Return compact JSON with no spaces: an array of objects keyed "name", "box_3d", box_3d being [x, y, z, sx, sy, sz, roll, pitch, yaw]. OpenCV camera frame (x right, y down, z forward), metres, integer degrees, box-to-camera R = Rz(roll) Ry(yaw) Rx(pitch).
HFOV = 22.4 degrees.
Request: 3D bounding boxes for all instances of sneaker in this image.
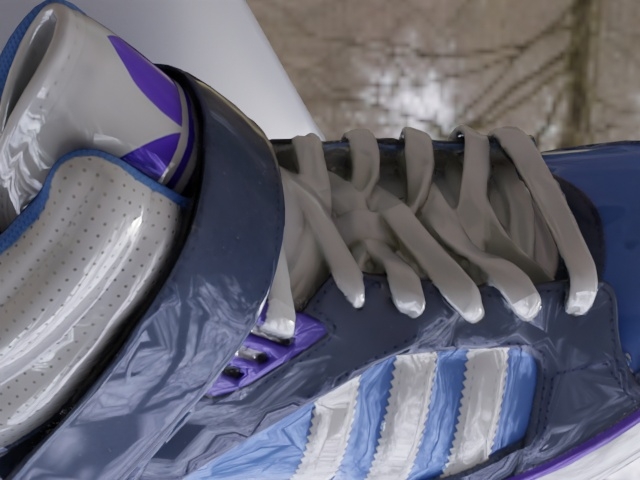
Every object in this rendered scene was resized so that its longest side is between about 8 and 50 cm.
[{"name":"sneaker","box_3d":[0.000,0.000,0.545,0.323,0.236,0.130,-22,-130,4]}]

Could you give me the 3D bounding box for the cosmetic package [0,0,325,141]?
[{"name":"cosmetic package","box_3d":[-0.150,-0.102,0.691,0.225,0.224,0.138,27,-113,42]}]
